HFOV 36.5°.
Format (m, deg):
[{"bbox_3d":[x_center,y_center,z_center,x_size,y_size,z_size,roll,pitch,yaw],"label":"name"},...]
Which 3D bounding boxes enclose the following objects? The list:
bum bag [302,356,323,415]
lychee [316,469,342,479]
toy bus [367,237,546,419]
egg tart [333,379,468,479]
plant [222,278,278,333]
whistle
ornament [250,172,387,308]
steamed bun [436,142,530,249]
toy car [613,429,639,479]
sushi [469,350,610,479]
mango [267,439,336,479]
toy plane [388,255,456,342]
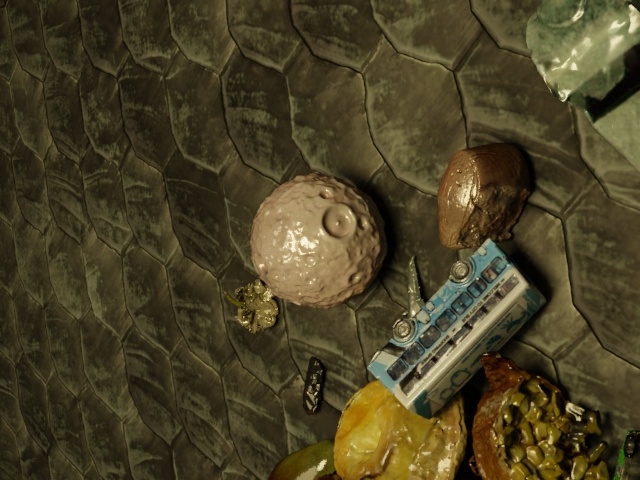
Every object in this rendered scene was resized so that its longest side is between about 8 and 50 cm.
[{"bbox_3d":[-0.016,0.308,2.037,0.058,0.034,0.124,26,114,60],"label":"bum bag"},{"bbox_3d":[0.045,0.546,1.875,0.200,0.200,0.238,21,130,46],"label":"lychee"},{"bbox_3d":[0.222,0.146,1.594,0.297,0.106,0.131,-46,51,8],"label":"toy bus"},{"bbox_3d":[0.125,0.351,1.713,0.341,0.129,0.341,-42,32,34],"label":"egg tart"},{"bbox_3d":[-0.157,0.141,2.123,0.104,0.122,0.116,-41,56,31],"label":"plant"},{"bbox_3d":[0.435,-0.228,1.335,0.168,0.188,0.404,-39,65,44],"label":"whistle"},{"bbox_3d":[0.000,0.000,1.814,0.225,0.259,0.259,133,123,-66],"label":"ornament"},{"bbox_3d":[0.264,-0.068,1.587,0.106,0.145,0.175,33,122,41],"label":"steamed bun"},{"bbox_3d":[0.471,0.356,1.445,0.071,0.062,0.165,8,105,3],"label":"toy car"},{"bbox_3d":[0.339,0.321,1.544,0.179,0.167,0.296,145,120,-71],"label":"sushi"},{"bbox_3d":[-0.043,0.512,2.036,0.267,0.111,0.133,-55,43,31],"label":"mango"},{"bbox_3d":[0.191,0.138,1.755,0.226,0.058,0.226,-54,49,32],"label":"toy plane"}]
